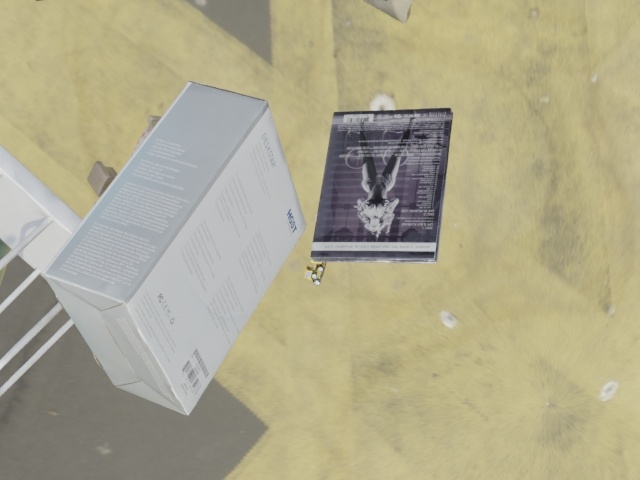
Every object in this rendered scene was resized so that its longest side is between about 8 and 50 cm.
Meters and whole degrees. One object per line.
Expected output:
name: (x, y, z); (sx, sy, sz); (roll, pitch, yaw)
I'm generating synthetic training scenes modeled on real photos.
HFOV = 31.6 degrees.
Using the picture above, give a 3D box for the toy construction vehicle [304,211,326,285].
toy construction vehicle: (0.000, 0.000, 1.578); (0.035, 0.086, 0.098); (16, 120, 3)

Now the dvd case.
dvd case: (0.081, -0.073, 1.469); (0.164, 0.018, 0.221); (0, 63, 18)

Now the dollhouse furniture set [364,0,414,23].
dollhouse furniture set: (0.091, -0.379, 1.332); (0.129, 0.184, 0.129); (30, 70, 3)

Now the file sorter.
file sorter: (-0.360, 0.008, 1.094); (0.277, 0.193, 0.173); (42, 66, -1)

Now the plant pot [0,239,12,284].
plant pot: (-0.622, 0.125, 1.576); (0.341, 0.341, 0.334); (10, 87, 13)

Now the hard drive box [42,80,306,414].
hard drive box: (-0.117, 0.007, 1.009); (0.089, 0.181, 0.232); (18, 57, 25)

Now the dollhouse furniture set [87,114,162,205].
dollhouse furniture set: (-0.280, -0.112, 1.779); (0.355, 0.174, 0.303); (49, 120, 34)
